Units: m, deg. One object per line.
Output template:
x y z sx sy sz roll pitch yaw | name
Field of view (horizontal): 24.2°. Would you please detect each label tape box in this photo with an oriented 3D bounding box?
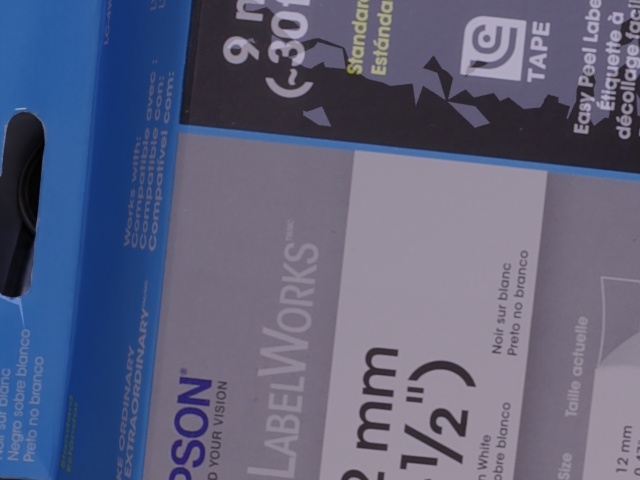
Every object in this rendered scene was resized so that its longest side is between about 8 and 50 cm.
0.000 0.000 0.616 0.348 0.115 0.249 6 91 -4 | label tape box

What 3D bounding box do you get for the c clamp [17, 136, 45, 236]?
-0.060 -0.031 0.734 0.161 0.022 0.137 20 68 3 | c clamp
